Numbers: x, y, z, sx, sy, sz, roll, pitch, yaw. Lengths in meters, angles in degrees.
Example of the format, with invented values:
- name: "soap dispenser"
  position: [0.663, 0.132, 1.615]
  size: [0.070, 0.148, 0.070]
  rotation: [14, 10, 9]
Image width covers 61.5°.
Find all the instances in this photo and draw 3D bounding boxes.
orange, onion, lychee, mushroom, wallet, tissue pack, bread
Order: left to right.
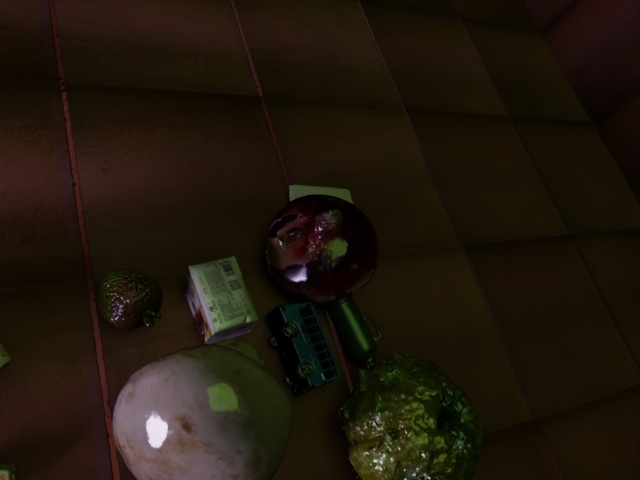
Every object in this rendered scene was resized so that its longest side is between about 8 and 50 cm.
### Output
- name: "bread"
  position: [-0.516, 0.371, 0.830]
  size: [0.088, 0.034, 0.049]
  rotation: [1, 76, -23]
- name: "lychee"
  position: [-0.358, 0.113, 1.017]
  size: [0.146, 0.114, 0.114]
  rotation: [32, 49, 18]
- name: "mushroom"
  position: [-0.187, 0.280, 0.918]
  size: [0.298, 0.297, 0.290]
  rotation: [28, 31, -11]
- name: "tissue pack"
  position: [-0.207, 0.123, 1.098]
  size: [0.106, 0.099, 0.148]
  rotation: [-13, 69, -31]
- name: "onion"
  position: [0.000, 0.000, 1.197]
  size: [0.272, 0.195, 0.272]
  rotation: [-1, 55, 1]
- name: "wallet"
  position: [0.006, -0.083, 1.378]
  size: [0.183, 0.032, 0.124]
  rotation: [0, 63, -26]
- name: "orange"
  position: [0.195, 0.374, 1.094]
  size: [0.300, 0.223, 0.301]
  rotation: [1, 61, -34]

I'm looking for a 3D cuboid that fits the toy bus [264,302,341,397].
- name: "toy bus"
  position: [-0.039, 0.224, 1.138]
  size: [0.106, 0.090, 0.184]
  rotation: [-11, 70, -33]

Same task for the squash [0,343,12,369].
- name: "squash"
  position: [-0.627, 0.185, 0.806]
  size: [0.237, 0.204, 0.155]
  rotation: [-32, 103, -37]

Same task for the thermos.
- name: "thermos"
  position: [0.077, 0.203, 1.223]
  size: [0.083, 0.073, 0.187]
  rotation: [-17, 73, -35]
